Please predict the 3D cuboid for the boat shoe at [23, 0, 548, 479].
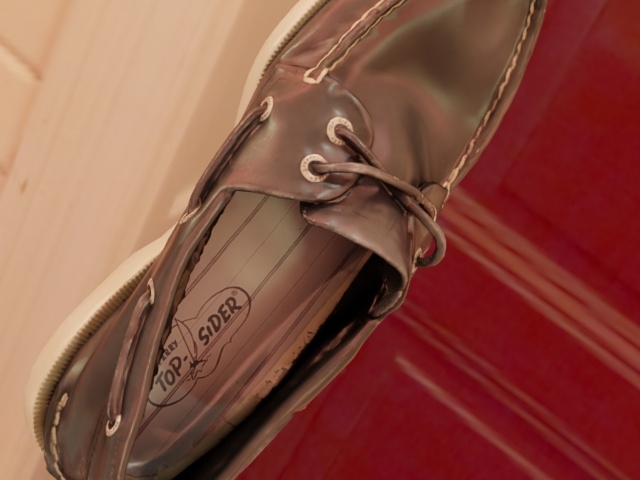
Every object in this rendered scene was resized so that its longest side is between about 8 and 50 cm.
[{"bbox_3d":[-0.003,-0.002,0.698,0.127,0.340,0.113,42,5,-33],"label":"boat shoe"}]
